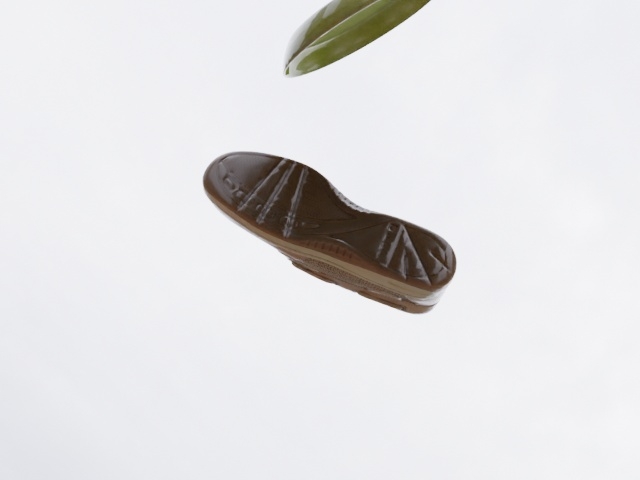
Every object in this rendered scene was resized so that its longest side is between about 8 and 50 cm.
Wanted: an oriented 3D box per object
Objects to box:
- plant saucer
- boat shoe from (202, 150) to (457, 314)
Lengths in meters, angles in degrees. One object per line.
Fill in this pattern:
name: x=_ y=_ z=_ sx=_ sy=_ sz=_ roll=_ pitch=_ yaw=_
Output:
plant saucer: x=0.048 y=-0.286 z=1.052 sx=0.241 sy=0.241 sz=0.037 roll=-29 pitch=-89 yaw=38
boat shoe: x=0.000 y=0.000 z=1.044 sx=0.341 sy=0.122 sz=0.110 roll=27 pitch=-34 yaw=9
